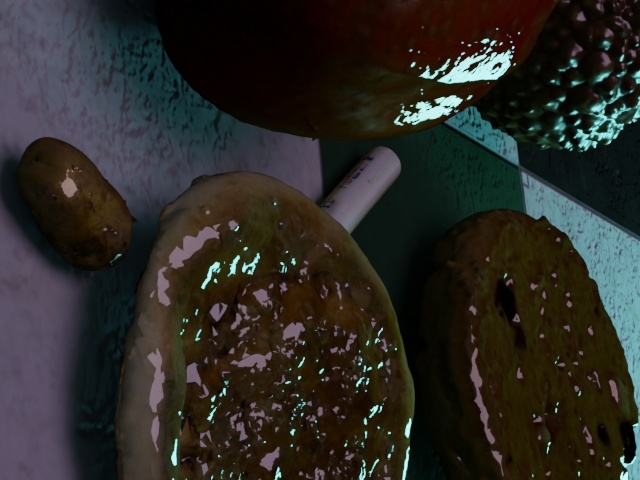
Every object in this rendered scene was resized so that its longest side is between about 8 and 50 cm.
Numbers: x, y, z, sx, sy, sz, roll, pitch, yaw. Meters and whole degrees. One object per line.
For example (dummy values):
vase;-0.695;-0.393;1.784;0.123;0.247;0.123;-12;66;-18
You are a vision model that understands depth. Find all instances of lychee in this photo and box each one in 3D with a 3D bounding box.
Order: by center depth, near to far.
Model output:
lychee;0.194;-0.171;1.396;0.200;0.238;0.200;1;87;-20

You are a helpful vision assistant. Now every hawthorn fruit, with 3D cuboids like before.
hawthorn fruit;0.056;-0.174;1.028;0.300;0.254;0.254;14;62;-28

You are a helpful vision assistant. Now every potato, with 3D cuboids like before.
potato;-0.128;-0.018;0.887;0.083;0.040;0.051;54;22;-36

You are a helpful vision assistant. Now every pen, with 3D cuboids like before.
pen;0.000;-0.001;1.118;0.033;0.033;0.269;66;30;-16

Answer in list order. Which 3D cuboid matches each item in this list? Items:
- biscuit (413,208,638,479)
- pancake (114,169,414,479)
biscuit;0.156;0.113;1.298;0.296;0.075;0.296;36;45;-46
pancake;-0.028;0.098;0.966;0.282;0.049;0.282;2;88;-54
